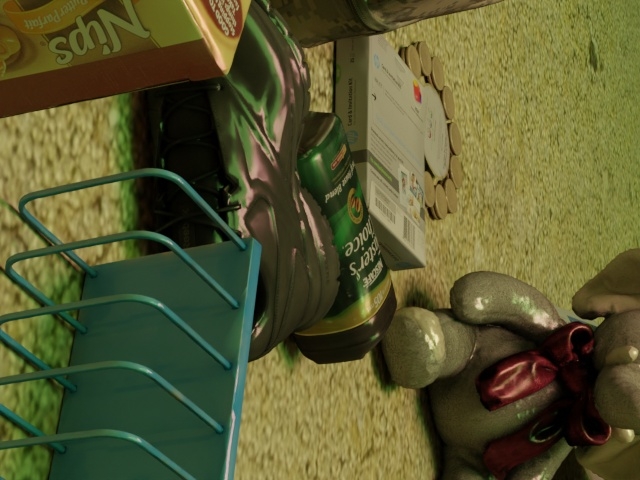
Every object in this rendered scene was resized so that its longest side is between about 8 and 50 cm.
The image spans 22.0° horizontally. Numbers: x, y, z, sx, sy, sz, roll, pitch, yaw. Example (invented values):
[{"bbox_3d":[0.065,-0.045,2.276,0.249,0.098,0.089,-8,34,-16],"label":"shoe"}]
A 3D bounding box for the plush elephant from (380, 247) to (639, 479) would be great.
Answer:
[{"bbox_3d":[0.238,0.144,1.566,0.330,0.255,0.272,-35,115,-66],"label":"plush elephant"}]

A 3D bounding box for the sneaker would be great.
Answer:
[{"bbox_3d":[-0.065,-0.049,1.103,0.130,0.109,0.286,-44,121,-56],"label":"sneaker"}]

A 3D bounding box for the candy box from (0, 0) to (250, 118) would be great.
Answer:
[{"bbox_3d":[-0.115,-0.208,0.921,0.316,0.183,0.087,-77,149,-42],"label":"candy box"}]

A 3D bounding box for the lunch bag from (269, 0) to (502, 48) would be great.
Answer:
[{"bbox_3d":[0.115,-0.292,1.343,0.305,0.256,0.213,-21,102,-52],"label":"lunch bag"}]

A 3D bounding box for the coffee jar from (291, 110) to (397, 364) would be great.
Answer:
[{"bbox_3d":[0.000,0.000,1.270,0.096,0.079,0.184,-61,138,-56],"label":"coffee jar"}]

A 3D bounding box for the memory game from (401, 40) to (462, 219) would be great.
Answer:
[{"bbox_3d":[0.111,-0.112,1.668,0.186,0.012,0.186,-9,90,-68],"label":"memory game"}]

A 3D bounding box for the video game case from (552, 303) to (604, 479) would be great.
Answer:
[{"bbox_3d":[0.347,0.232,1.958,0.300,0.036,0.329,19,44,-65],"label":"video game case"}]

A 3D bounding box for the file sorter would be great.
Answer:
[{"bbox_3d":[-0.117,0.061,0.918,0.104,0.118,0.170,47,40,-49],"label":"file sorter"}]

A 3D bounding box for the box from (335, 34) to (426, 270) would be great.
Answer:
[{"bbox_3d":[0.055,-0.084,1.489,0.145,0.038,0.186,41,46,-58],"label":"box"}]
